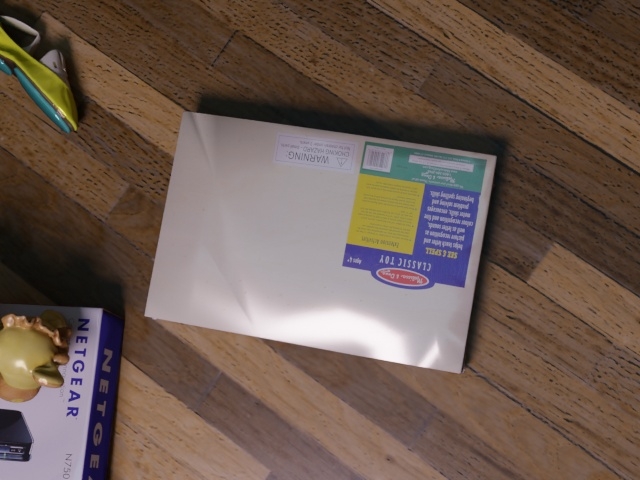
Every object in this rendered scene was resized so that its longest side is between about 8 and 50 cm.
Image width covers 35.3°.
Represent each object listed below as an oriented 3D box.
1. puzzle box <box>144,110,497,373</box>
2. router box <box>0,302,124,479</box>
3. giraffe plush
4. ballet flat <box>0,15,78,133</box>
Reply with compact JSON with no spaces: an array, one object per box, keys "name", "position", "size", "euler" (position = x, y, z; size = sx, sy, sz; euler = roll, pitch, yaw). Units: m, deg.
[{"name":"puzzle box","position":[0.000,0.000,1.261],"size":[0.408,0.052,0.272],"euler":[10,85,11]},{"name":"router box","position":[-0.420,0.246,1.273],"size":[0.301,0.082,0.336],"euler":[1,76,10]},{"name":"giraffe plush","position":[-0.386,0.128,1.183],"size":[0.170,0.210,0.182],"euler":[12,59,-22]},{"name":"ballet flat","position":[-0.391,-0.240,1.353],"size":[0.231,0.077,0.077],"euler":[39,75,14]}]
